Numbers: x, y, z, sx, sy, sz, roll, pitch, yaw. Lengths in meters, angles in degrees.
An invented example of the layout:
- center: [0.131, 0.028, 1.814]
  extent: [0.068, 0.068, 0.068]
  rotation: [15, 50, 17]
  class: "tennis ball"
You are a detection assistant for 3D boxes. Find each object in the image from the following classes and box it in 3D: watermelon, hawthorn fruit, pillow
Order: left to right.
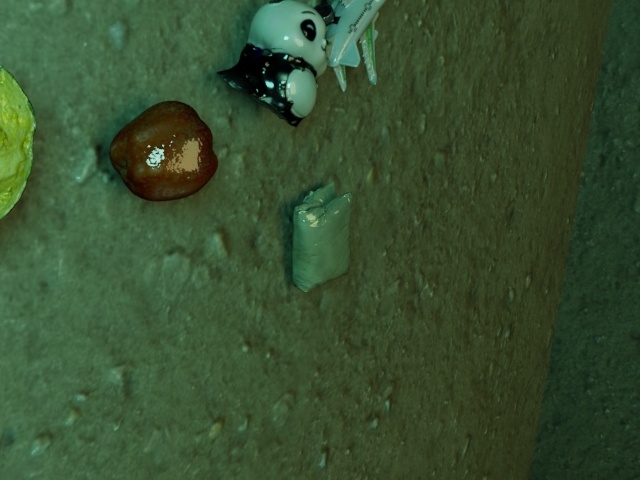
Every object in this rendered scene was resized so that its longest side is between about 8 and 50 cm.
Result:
- center: [-0.409, -0.093, 0.831]
  extent: [0.232, 0.127, 0.204]
  rotation: [-40, 134, -43]
  class: "watermelon"
- center: [-0.211, -0.113, 1.115]
  extent: [0.137, 0.133, 0.133]
  rotation: [-20, 122, -23]
  class: "hawthorn fruit"
- center: [0.000, 0.000, 1.512]
  extent: [0.134, 0.077, 0.182]
  rotation: [-31, 130, -43]
  class: "pillow"

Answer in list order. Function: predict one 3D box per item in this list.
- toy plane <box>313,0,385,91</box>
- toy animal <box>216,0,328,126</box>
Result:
- center: [0.056, -0.393, 1.414]
  extent: [0.255, 0.101, 0.251]
  rotation: [-68, 151, -21]
  class: "toy plane"
- center: [-0.058, -0.282, 1.260]
  extent: [0.179, 0.138, 0.166]
  rotation: [-66, 162, -5]
  class: "toy animal"
